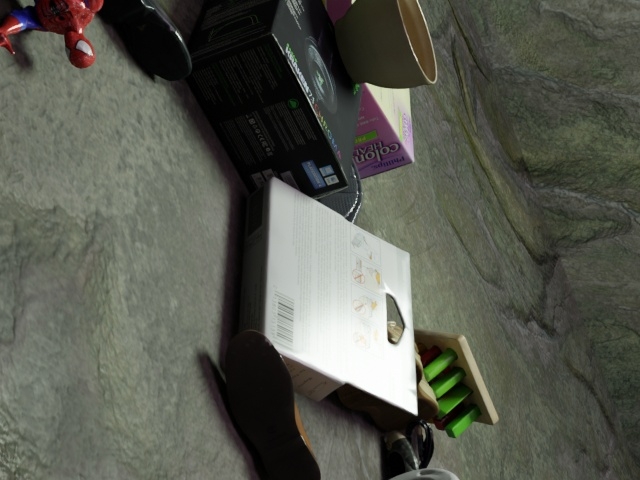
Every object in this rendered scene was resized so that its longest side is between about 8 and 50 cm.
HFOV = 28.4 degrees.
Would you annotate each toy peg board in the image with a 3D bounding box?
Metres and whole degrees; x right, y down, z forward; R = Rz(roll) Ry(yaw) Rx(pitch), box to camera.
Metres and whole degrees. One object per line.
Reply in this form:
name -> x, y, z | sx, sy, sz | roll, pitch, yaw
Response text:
toy peg board -> 0.174, 0.228, 1.988 | 0.079, 0.161, 0.161 | -35, 112, -30

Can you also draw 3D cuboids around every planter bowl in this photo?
planter bowl -> 0.086, -0.283, 1.786 | 0.162, 0.109, 0.162 | -16, 90, -72

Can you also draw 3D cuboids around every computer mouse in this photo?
computer mouse -> 0.153, 0.383, 1.849 | 0.041, 0.071, 0.242 | -6, 84, -48

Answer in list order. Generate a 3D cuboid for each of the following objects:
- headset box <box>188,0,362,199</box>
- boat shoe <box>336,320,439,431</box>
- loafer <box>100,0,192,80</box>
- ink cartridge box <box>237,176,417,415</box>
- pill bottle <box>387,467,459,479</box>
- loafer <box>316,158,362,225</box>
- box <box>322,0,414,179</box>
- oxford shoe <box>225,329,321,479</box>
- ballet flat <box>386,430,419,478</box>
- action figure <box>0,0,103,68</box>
headset box -> -0.053, -0.224, 1.713 | 0.283, 0.131, 0.246 | -80, 148, -54
boat shoe -> 0.081, 0.174, 1.784 | 0.341, 0.122, 0.110 | 61, 9, -62
loafer -> -0.199, -0.254, 1.445 | 0.170, 0.062, 0.061 | 56, 20, -43
ink cartridge box -> 0.011, 0.079, 1.598 | 0.239, 0.060, 0.275 | 29, 41, -28
pill bottle -> 0.164, 0.457, 1.701 | 0.272, 0.152, 0.152 | 66, 20, -17
loafer -> 0.000, 0.000, 1.761 | 0.095, 0.109, 0.302 | 114, -22, -54
box -> 0.049, -0.260, 2.052 | 0.243, 0.117, 0.213 | 52, 28, -45
oxford shoe -> -0.061, 0.192, 1.454 | 0.076, 0.076, 0.212 | -114, -174, -70
ballet flat -> 0.115, 0.350, 1.823 | 0.057, 0.049, 0.173 | 115, -26, -47
action figure -> -0.286, -0.284, 1.181 | 0.139, 0.092, 0.280 | -73, 141, -69
